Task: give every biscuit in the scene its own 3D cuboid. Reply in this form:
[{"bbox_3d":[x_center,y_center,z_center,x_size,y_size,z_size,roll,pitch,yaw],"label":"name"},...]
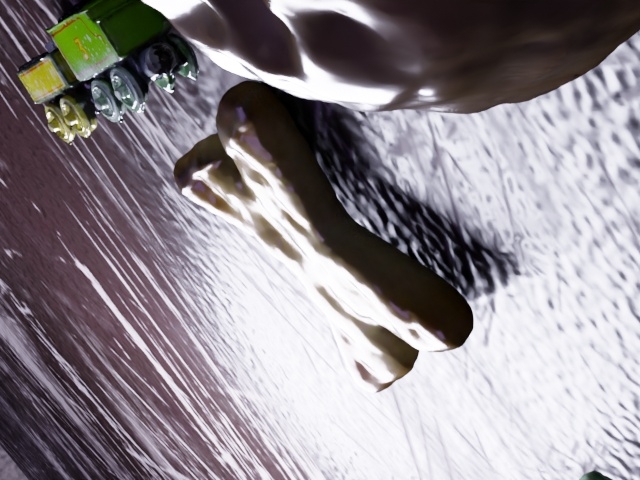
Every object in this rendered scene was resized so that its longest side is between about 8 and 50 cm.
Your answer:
[{"bbox_3d":[0.000,0.000,0.957,0.208,0.047,0.164,47,158,-1],"label":"biscuit"}]

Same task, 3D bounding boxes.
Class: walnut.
[{"bbox_3d":[0.016,-0.167,0.434,0.227,0.273,0.273,18,160,-13],"label":"walnut"}]

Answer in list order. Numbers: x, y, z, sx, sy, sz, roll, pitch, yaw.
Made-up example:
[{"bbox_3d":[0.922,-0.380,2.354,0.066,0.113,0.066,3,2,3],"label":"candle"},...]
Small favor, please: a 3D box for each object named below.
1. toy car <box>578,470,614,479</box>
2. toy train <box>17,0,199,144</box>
[{"bbox_3d":[0.197,0.183,0.904,0.093,0.058,0.186,33,165,28],"label":"toy car"},{"bbox_3d":[-0.148,-0.118,1.008,0.081,0.060,0.202,59,155,-10],"label":"toy train"}]
